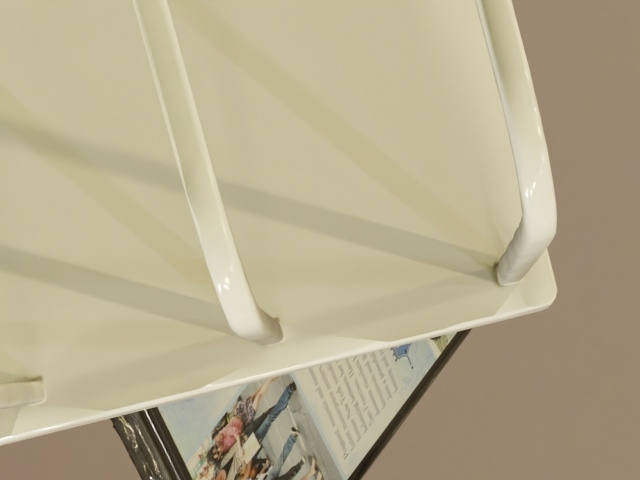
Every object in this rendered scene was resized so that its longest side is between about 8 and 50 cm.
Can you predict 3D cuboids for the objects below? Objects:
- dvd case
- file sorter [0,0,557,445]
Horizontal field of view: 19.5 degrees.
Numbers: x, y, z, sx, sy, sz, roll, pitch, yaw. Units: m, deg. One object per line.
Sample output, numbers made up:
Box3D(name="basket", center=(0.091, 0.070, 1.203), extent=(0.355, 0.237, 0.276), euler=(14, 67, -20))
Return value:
Box3D(name="dvd case", center=(0.000, 0.000, 0.734), extent=(0.022, 0.180, 0.253), euler=(2, -143, 37))
Box3D(name="file sorter", center=(-0.097, -0.049, 0.429), extent=(0.277, 0.173, 0.193), euler=(-14, -95, 0))
